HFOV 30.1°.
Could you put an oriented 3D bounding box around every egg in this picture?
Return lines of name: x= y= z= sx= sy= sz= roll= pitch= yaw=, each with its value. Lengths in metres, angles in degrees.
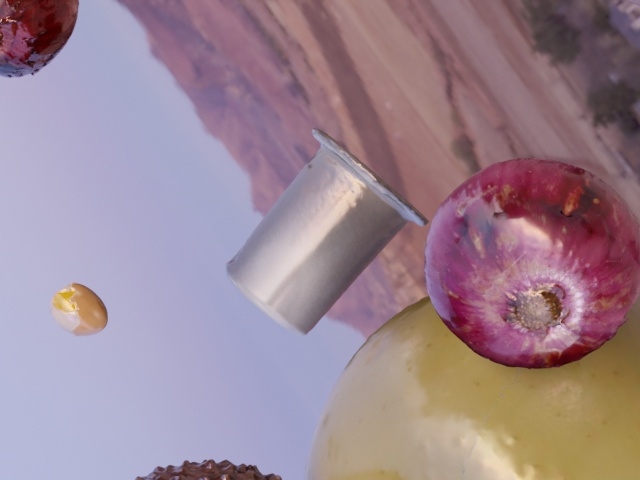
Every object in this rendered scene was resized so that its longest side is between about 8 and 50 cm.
egg: x=-0.346 y=0.102 z=1.715 sx=0.083 sy=0.071 sz=0.071 roll=37 pitch=178 yaw=9

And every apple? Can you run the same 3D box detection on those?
apple: x=0.217 y=0.237 z=1.210 sx=0.473 sy=0.474 sz=0.473 roll=54 pitch=-179 yaw=-1

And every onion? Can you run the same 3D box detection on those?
onion: x=-0.256 y=-0.194 z=0.955 sx=0.131 sy=0.131 sz=0.131 roll=54 pitch=-179 yaw=-1
onion: x=0.172 y=0.018 z=0.968 sx=0.177 sy=0.177 sz=0.153 roll=54 pitch=179 yaw=-28

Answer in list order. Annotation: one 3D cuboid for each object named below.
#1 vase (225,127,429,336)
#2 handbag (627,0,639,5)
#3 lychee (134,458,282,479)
vase: x=0.000 y=0.000 z=1.976 sx=0.245 sy=0.291 sz=0.245 roll=38 pitch=-176 yaw=-3
handbag: x=0.480 y=-0.476 z=1.688 sx=0.302 sy=0.283 sz=0.149 roll=11 pitch=-139 yaw=-28
lychee: x=-0.091 y=0.331 z=1.032 sx=0.300 sy=0.300 sz=0.300 roll=54 pitch=-179 yaw=-1
